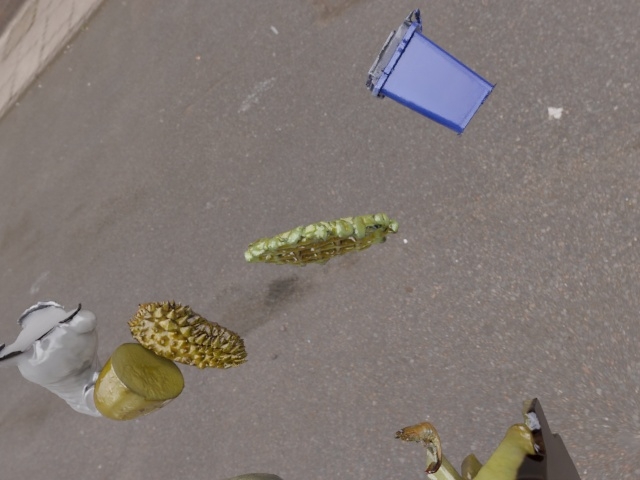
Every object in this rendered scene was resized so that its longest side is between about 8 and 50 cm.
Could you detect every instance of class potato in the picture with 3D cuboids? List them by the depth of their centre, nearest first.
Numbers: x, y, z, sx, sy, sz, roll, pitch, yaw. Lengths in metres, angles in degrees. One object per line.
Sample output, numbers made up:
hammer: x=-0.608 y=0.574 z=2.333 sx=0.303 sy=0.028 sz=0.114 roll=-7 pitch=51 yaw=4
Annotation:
potato: x=-0.453 y=0.357 z=1.036 sx=0.178 sy=0.203 sz=0.158 roll=46 pitch=101 yaw=10

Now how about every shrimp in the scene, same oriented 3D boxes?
shrimp: x=0.182 y=0.378 z=0.796 sx=0.025 sy=0.127 sz=0.090 roll=-36 pitch=44 yaw=42

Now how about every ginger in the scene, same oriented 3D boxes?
ginger: x=0.389 y=0.528 z=0.850 sx=0.211 sy=0.413 sz=0.358 roll=-27 pitch=22 yaw=32

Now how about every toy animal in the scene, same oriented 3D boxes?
toy animal: x=-0.622 y=0.327 z=1.116 sx=0.258 sy=0.357 sz=0.193 roll=-10 pitch=36 yaw=19

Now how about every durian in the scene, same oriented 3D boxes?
durian: x=-0.342 y=0.243 z=1.141 sx=0.112 sy=0.342 sz=0.191 roll=-63 pitch=5 yaw=1

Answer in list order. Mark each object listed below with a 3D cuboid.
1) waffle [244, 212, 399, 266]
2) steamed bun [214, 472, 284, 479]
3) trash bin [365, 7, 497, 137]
waffle: x=0.000 y=0.000 z=0.978 sx=0.297 sy=0.317 sz=0.073 roll=-22 pitch=74 yaw=44
steamed bun: x=-0.116 y=0.616 z=0.859 sx=0.339 sy=0.352 sz=0.247 roll=44 pitch=79 yaw=-1
trash bin: x=0.235 y=-0.340 z=0.910 sx=0.235 sy=0.162 sz=0.183 roll=33 pitch=111 yaw=4
